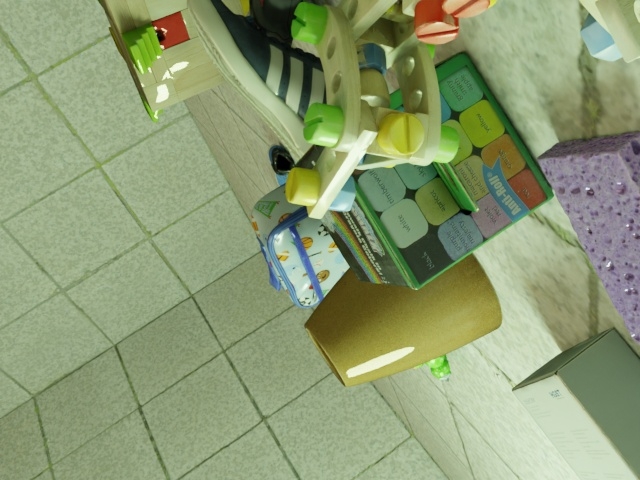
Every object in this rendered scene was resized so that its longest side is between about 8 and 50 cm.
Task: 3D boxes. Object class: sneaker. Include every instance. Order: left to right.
[{"bbox_3d":[-0.089,-0.173,1.687,0.084,0.058,0.152,-123,10,-64],"label":"sneaker"},{"bbox_3d":[-0.027,-0.222,0.894,0.350,0.148,0.131,48,177,-14],"label":"sneaker"}]

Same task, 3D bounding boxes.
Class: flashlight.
[{"bbox_3d":[-0.056,-0.347,0.838,0.103,0.103,0.304,27,178,-7],"label":"flashlight"}]

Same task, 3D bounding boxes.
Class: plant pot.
[{"bbox_3d":[0.111,0.112,1.029,0.237,0.254,0.237,54,169,15],"label":"plant pot"}]

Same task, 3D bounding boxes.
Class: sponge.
[{"bbox_3d":[0.271,0.009,0.551,0.210,0.031,0.117,58,171,-9],"label":"sponge"}]

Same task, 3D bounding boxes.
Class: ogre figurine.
[{"bbox_3d":[0.216,0.208,1.331,0.118,0.097,0.196,-99,-4,-68],"label":"ogre figurine"}]

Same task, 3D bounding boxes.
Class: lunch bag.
[{"bbox_3d":[0.000,0.000,1.246,0.115,0.243,0.303,51,168,35],"label":"lunch bag"}]

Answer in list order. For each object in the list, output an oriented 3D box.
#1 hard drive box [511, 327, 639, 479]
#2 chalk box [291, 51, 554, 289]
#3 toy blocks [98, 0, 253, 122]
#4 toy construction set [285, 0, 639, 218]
[{"bbox_3d":[0.345,0.233,0.741,0.232,0.089,0.181,54,170,15],"label":"hard drive box"},{"bbox_3d":[0.104,-0.068,0.702,0.180,0.179,0.289,58,170,-4],"label":"chalk box"},{"bbox_3d":[-0.203,-0.388,1.014,0.190,0.261,0.381,52,163,40],"label":"toy blocks"},{"bbox_3d":[0.088,-0.144,0.426,0.328,0.151,0.214,-13,71,50],"label":"toy construction set"}]
